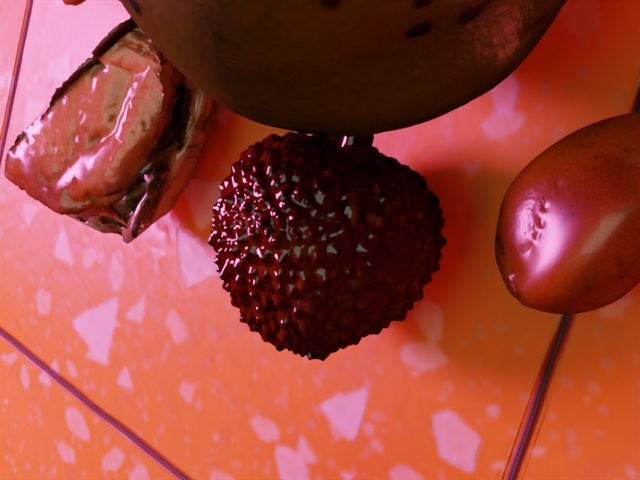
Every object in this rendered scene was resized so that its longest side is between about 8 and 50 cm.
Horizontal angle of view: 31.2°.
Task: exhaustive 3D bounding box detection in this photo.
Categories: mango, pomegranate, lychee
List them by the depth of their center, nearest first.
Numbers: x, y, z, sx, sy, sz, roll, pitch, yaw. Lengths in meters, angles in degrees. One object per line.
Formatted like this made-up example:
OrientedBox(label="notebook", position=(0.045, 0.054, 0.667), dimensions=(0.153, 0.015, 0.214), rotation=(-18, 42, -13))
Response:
OrientedBox(label="pomegranate", position=(0.019, -0.169, 0.502), dimensions=(0.270, 0.254, 0.254), rotation=(-17, 79, 14))
OrientedBox(label="mango", position=(0.128, -0.013, 0.520), dimensions=(0.114, 0.060, 0.080), rotation=(-36, 52, 39))
OrientedBox(label="lychee", position=(0.003, 0.000, 0.598), dimensions=(0.123, 0.123, 0.129), rotation=(33, 142, 36))

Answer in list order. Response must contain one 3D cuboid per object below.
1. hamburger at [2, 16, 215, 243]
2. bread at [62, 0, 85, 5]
OrientedBox(label="hamburger", position=(-0.116, -0.056, 0.727), dimensions=(0.176, 0.087, 0.102), rotation=(-40, 78, 27))
OrientedBox(label="bread", position=(-0.157, -0.271, 0.687), dimensions=(0.268, 0.145, 0.269), rotation=(-22, 65, 58))
